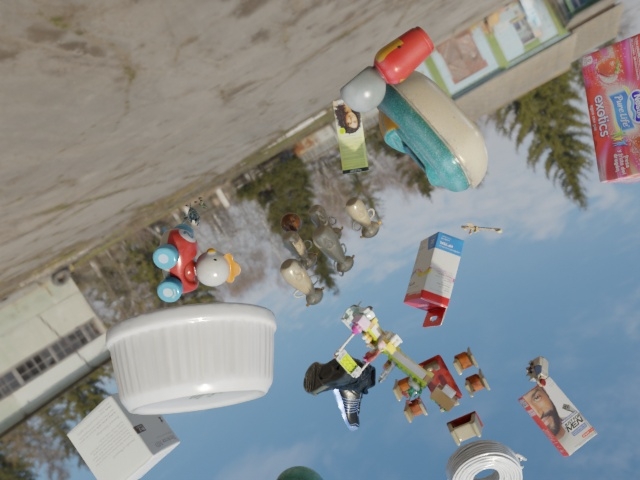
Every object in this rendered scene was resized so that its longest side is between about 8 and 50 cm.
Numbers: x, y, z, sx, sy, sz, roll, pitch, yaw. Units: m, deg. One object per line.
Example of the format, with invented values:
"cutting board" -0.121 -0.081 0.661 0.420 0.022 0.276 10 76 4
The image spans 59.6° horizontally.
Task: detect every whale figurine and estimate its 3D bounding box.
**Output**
"whale figurine" -0.085 0.792 1.737 0.272 0.216 0.141 -49 -164 44

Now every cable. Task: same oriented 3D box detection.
"cable" 0.577 0.820 1.973 0.257 0.257 0.089 -47 -161 18

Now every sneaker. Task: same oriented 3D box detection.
"sneaker" 0.051 0.344 1.385 0.227 0.130 0.087 -35 -140 48
"sneaker" 0.101 0.510 1.785 0.091 0.232 0.081 -19 -154 2

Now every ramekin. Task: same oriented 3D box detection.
"ramekin" -0.198 0.196 0.893 0.273 0.127 0.273 -8 159 -3

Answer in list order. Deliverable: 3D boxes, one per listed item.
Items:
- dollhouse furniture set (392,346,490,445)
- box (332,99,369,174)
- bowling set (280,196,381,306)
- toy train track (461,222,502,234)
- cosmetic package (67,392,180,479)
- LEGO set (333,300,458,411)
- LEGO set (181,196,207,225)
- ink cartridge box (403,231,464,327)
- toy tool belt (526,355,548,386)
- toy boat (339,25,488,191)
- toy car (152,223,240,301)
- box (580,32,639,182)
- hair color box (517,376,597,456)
"dollhouse furniture set" 0.391 0.479 1.717 0.262 0.259 0.135 -28 180 13
"box" 0.097 -0.330 1.769 0.088 0.232 0.058 -9 -171 6
"bowling set" 0.000 0.000 1.417 0.287 0.154 0.200 -42 -142 -5
"toy train track" 0.318 -0.019 1.108 0.083 0.048 0.014 6 -106 41
"cosmetic package" -0.481 0.489 1.380 0.151 0.183 0.151 -43 168 4
"LEGO set" 0.128 0.247 1.080 0.107 0.287 0.132 -47 -168 -15
"LEGO set" -0.273 -0.063 1.222 0.024 0.054 0.083 0 -125 31
"ink cartridge box" 0.291 0.106 1.468 0.134 0.078 0.230 133 -23 -74
"toy tool belt" 0.544 0.334 1.408 0.051 0.052 0.083 -35 -154 47
"toy boat" 0.145 -0.208 0.925 0.148 0.267 0.318 -39 149 8
"toy car" -0.367 0.065 1.740 0.238 0.210 0.219 0 -159 2
"box" 0.710 -0.287 1.256 0.154 0.299 0.142 -3 174 -36
"hair color box" 0.587 0.437 1.392 0.093 0.167 0.053 -33 157 -10
